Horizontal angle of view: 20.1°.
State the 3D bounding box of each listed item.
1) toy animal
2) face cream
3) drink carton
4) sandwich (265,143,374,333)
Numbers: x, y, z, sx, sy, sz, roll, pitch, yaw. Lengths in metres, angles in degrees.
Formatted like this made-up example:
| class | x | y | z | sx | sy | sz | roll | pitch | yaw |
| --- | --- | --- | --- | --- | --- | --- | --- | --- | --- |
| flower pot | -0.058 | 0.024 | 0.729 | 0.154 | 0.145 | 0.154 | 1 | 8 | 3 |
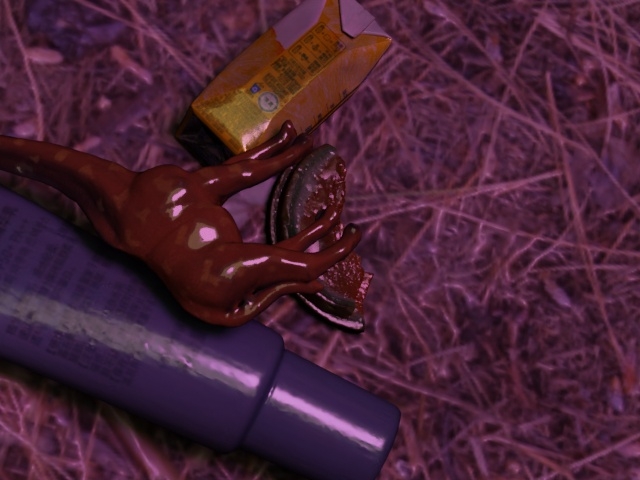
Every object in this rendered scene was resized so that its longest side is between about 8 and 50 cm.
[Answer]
| class | x | y | z | sx | sy | sz | roll | pitch | yaw |
| --- | --- | --- | --- | --- | --- | --- | --- | --- | --- |
| toy animal | -0.114 | -0.034 | 1.155 | 0.230 | 0.066 | 0.224 | -21 | 68 | -16 |
| face cream | -0.132 | 0.057 | 1.173 | 0.385 | 0.086 | 0.135 | 26 | 54 | -4 |
| drink carton | -0.008 | -0.124 | 1.269 | 0.074 | 0.084 | 0.200 | 46 | 70 | 3 |
| sandwich | -0.001 | 0.002 | 1.259 | 0.067 | 0.029 | 0.135 | -14 | 78 | -21 |
